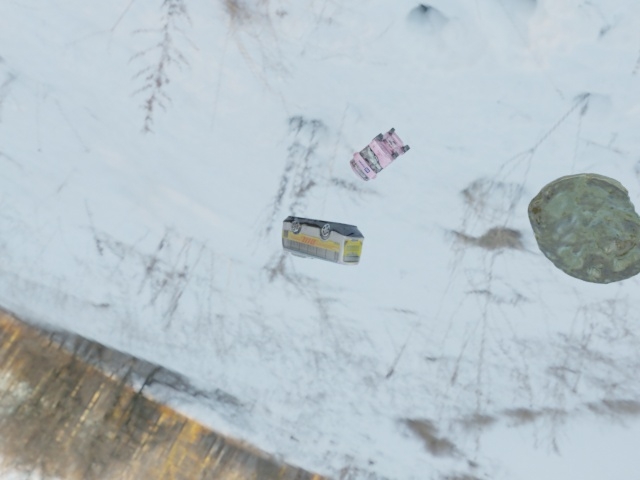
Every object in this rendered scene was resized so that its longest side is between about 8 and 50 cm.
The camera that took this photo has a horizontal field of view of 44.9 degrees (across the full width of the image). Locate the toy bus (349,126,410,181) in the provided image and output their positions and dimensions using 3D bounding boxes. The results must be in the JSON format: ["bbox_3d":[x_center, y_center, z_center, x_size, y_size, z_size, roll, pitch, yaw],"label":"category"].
[{"bbox_3d":[0.120,-0.172,1.549,0.063,0.090,0.203,51,-160,0],"label":"toy bus"}]

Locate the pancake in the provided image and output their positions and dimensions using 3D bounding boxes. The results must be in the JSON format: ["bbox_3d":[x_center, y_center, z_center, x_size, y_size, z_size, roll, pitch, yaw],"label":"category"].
[{"bbox_3d":[0.493,-0.021,1.412,0.236,0.042,0.222,36,137,-1],"label":"pancake"}]

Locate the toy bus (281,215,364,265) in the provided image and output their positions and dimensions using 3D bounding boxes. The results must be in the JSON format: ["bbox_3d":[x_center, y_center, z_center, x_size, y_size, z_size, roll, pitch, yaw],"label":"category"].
[{"bbox_3d":[0.000,0.000,1.337,0.057,0.072,0.172,5,-176,-41],"label":"toy bus"}]
